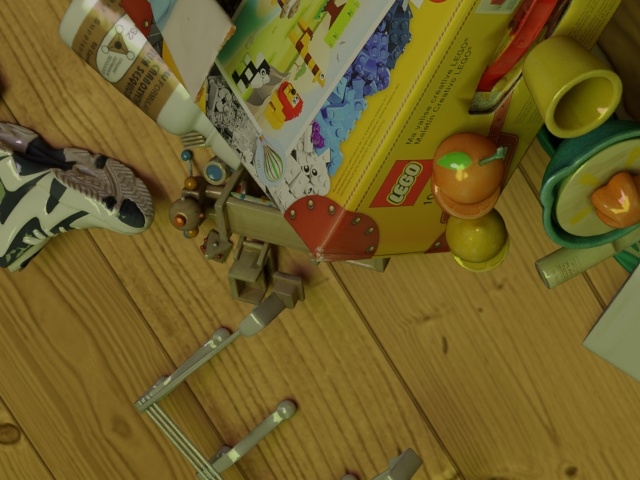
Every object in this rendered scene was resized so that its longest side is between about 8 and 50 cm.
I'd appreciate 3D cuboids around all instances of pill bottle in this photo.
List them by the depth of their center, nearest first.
[{"bbox_3d":[-0.139,-0.181,1.754,0.229,0.131,0.131,40,123,2],"label":"pill bottle"}]

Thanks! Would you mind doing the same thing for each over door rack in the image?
[{"bbox_3d":[-0.042,0.196,1.885,0.239,0.108,0.324,49,143,-3],"label":"over door rack"}]

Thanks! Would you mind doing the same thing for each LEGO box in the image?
[{"bbox_3d":[0.074,-0.291,1.485,0.372,0.193,0.500,52,128,32],"label":"LEGO box"}]

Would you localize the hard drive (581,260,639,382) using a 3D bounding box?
[{"bbox_3d":[0.411,0.137,1.657,0.307,0.040,0.203,33,155,7],"label":"hard drive"}]

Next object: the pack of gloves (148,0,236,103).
[{"bbox_3d":[-0.095,-0.262,1.511,0.195,0.046,0.232,-62,40,32],"label":"pack of gloves"}]

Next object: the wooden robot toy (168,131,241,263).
[{"bbox_3d":[-0.126,-0.041,1.845,0.076,0.079,0.173,10,117,20],"label":"wooden robot toy"}]

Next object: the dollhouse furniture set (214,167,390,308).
[{"bbox_3d":[0.000,0.000,1.822,0.182,0.101,0.161,15,143,17],"label":"dollhouse furniture set"}]

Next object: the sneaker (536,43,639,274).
[{"bbox_3d":[0.259,-0.066,1.646,0.107,0.110,0.275,-29,100,31],"label":"sneaker"}]

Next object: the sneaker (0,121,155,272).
[{"bbox_3d":[-0.291,-0.020,1.919,0.235,0.094,0.153,20,121,14],"label":"sneaker"}]

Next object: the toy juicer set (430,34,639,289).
[{"bbox_3d":[0.219,-0.024,1.495,0.209,0.329,0.089,-40,51,12],"label":"toy juicer set"}]
